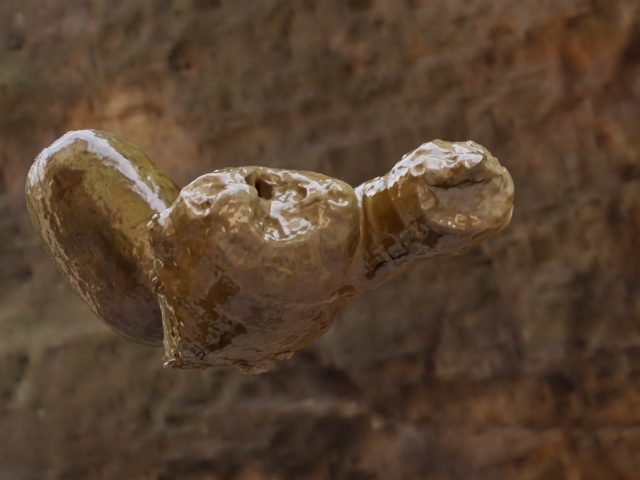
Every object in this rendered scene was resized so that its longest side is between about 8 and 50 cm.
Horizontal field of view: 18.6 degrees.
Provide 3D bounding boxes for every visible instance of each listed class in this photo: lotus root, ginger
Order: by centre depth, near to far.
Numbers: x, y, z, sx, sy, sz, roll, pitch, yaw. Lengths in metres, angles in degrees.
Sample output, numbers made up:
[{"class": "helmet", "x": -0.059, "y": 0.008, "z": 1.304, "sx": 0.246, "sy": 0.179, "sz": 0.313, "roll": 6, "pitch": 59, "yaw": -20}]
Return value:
[{"class": "ginger", "x": -0.006, "y": -0.004, "z": 0.777, "sx": 0.165, "sy": 0.067, "sz": 0.096, "roll": -33, "pitch": -52, "yaw": 27}, {"class": "lotus root", "x": -0.175, "y": 0.010, "z": 1.836, "sx": 0.145, "sy": 0.260, "sz": 0.128, "roll": -40, "pitch": -7, "yaw": 31}]
